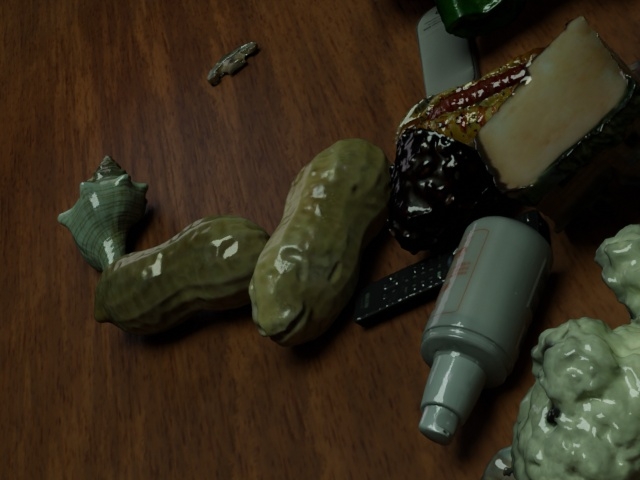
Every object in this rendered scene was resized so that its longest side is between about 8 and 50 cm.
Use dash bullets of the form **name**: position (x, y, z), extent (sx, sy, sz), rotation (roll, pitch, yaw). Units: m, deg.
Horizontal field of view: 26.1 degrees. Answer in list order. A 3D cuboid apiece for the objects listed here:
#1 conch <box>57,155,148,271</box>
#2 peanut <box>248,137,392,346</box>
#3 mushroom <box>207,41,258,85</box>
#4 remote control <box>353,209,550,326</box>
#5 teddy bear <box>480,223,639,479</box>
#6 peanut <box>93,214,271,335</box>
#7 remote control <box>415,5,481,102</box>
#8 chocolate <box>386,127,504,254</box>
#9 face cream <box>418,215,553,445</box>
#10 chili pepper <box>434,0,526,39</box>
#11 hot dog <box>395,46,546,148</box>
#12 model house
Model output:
- **conch**: position (-0.330, -0.033, 2.046), extent (0.137, 0.114, 0.234), rotation (-23, 41, 48)
- **peanut**: position (0.000, 0.000, 1.661), extent (0.130, 0.130, 0.290), rotation (-7, 45, 40)
- **mushroom**: position (-0.143, -0.288, 2.236), extent (0.101, 0.019, 0.049), rotation (-38, 34, 4)
- **remote control**: position (0.144, 0.033, 1.570), extent (0.245, 0.025, 0.063), rotation (-25, 35, 23)
- **teddy bear**: position (0.256, 0.074, 1.155), extent (0.362, 0.375, 0.327), rotation (-12, 27, 15)
- **peanut**: position (-0.180, 0.046, 1.795), extent (0.298, 0.120, 0.136), rotation (-20, 14, 29)
- **remote control**: position (0.173, -0.253, 1.880), extent (0.077, 0.022, 0.245), rotation (-25, 35, 18)
- **chocolate**: position (0.133, -0.044, 1.591), extent (0.156, 0.156, 0.133), rotation (24, 87, 54)
- **face cream**: position (0.156, 0.099, 1.413), extent (0.101, 0.101, 0.251), rotation (-5, 47, 41)
- **chili pepper**: position (0.174, -0.461, 1.788), extent (0.167, 0.385, 0.213), rotation (-12, -2, -7)
- **hot dog**: position (0.202, -0.159, 1.697), extent (0.253, 0.069, 0.131), rotation (-19, 39, 31)
- **model house**: position (0.289, -0.099, 1.466), extent (0.183, 0.172, 0.166), rotation (-43, 37, 19)
